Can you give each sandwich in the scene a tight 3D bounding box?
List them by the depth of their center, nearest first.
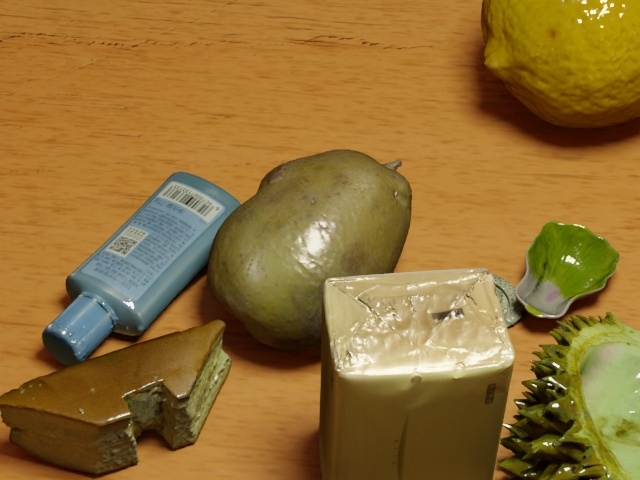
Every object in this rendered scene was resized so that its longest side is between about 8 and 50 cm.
[{"bbox_3d":[-0.181,0.160,1.685,0.244,0.090,0.088,-20,47,-22],"label":"sandwich"}]

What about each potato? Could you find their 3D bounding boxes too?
[{"bbox_3d":[0.000,0.000,1.796,0.174,0.159,0.251,42,68,0],"label":"potato"}]

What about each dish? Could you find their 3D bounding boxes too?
[{"bbox_3d":[0.250,0.042,1.837,0.091,0.039,0.137,29,54,17],"label":"dish"}]

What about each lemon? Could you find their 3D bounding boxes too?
[{"bbox_3d":[0.311,-0.250,1.971,0.267,0.267,0.267,1,47,-1],"label":"lemon"}]

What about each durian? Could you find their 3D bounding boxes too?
[{"bbox_3d":[0.277,0.235,1.607,0.198,0.163,0.394,2,44,-26],"label":"durian"}]

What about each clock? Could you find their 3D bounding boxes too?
[{"bbox_3d":[0.173,0.063,1.835,0.074,0.010,0.083,-23,51,-20],"label":"clock"}]

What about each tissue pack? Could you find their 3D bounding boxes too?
[{"bbox_3d":[0.082,0.140,1.610,0.159,0.234,0.125,-4,50,-5],"label":"tissue pack"}]

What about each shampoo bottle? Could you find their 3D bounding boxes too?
[{"bbox_3d":[-0.190,0.032,1.820,0.104,0.061,0.258,27,52,21],"label":"shampoo bottle"}]
